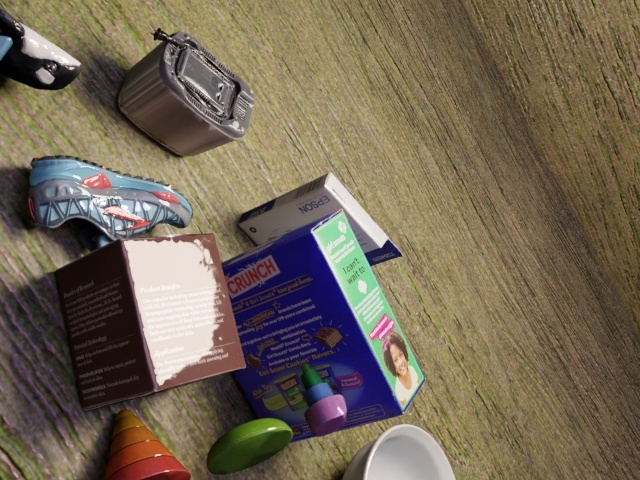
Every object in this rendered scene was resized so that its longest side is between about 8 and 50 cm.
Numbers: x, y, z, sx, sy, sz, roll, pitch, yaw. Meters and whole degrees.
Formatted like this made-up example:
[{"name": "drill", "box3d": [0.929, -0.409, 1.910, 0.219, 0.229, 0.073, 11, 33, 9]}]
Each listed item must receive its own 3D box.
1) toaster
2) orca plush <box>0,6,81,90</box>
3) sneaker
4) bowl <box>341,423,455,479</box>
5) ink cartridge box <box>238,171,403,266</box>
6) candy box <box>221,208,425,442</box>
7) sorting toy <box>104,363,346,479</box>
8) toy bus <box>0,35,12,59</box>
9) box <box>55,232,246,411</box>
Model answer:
[{"name": "toaster", "box3d": [-0.232, -0.239, 1.168, 0.227, 0.146, 0.129, 35, 47, -37]}, {"name": "orca plush", "box3d": [-0.473, -0.269, 0.927, 0.287, 0.151, 0.102, 33, 81, -42]}, {"name": "sneaker", "box3d": [-0.311, -0.037, 1.038, 0.262, 0.104, 0.125, 15, 79, -42]}, {"name": "bowl", "box3d": [0.123, 0.491, 1.268, 0.298, 0.134, 0.297, 25, 55, -42]}, {"name": "ink cartridge box", "box3d": [0.000, 0.000, 1.278, 0.224, 0.223, 0.045, 45, 43, -26]}, {"name": "candy box", "box3d": [-0.025, 0.148, 1.138, 0.317, 0.268, 0.122, 63, 31, -8]}, {"name": "sorting toy", "box3d": [-0.142, 0.259, 0.999, 0.366, 0.127, 0.126, -15, 57, -22]}, {"name": "toy bus", "box3d": [-0.480, -0.218, 0.803, 0.202, 0.104, 0.190, 17, 87, -20]}, {"name": "box", "box3d": [-0.237, 0.111, 0.976, 0.168, 0.167, 0.203, -3, 76, -51]}]
